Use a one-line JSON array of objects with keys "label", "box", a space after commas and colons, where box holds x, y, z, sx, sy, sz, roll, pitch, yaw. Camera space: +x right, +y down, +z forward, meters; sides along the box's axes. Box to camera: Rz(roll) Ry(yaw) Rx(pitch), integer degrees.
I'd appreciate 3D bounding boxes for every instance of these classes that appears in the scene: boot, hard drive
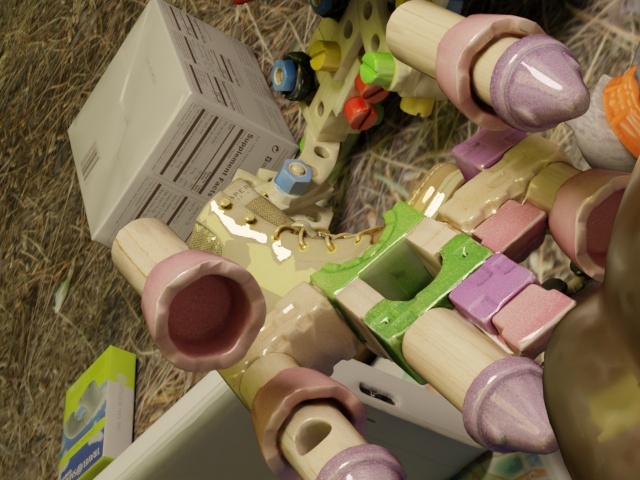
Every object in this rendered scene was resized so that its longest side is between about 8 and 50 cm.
[{"label": "boot", "box": [0.000, 0.000, 1.319, 0.203, 0.095, 0.262, 42, 115, 23]}, {"label": "hard drive", "box": [-0.050, 0.189, 1.151, 0.307, 0.203, 0.040, -44, 35, 35]}]

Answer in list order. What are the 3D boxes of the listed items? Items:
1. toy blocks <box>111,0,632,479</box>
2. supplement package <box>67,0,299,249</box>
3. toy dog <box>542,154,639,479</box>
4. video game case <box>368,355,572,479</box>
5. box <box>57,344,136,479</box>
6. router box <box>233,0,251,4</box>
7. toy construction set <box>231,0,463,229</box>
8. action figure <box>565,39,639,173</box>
[{"label": "toy blocks", "box": [0.091, 0.061, 0.899, 0.288, 0.309, 0.260, -40, 30, -7]}, {"label": "supplement package", "box": [-0.162, -0.113, 1.732, 0.204, 0.145, 0.262, -54, 29, 19]}, {"label": "toy dog", "box": [0.235, 0.025, 0.584, 0.284, 0.408, 0.395, 2, 86, 31]}, {"label": "video game case", "box": [0.071, 0.219, 1.175, 0.300, 0.036, 0.329, -53, 29, 21]}, {"label": "box", "box": [-0.251, 0.220, 1.732, 0.109, 0.042, 0.178, -45, 33, 35]}, {"label": "router box", "box": [0.099, -0.334, 1.328, 0.335, 0.082, 0.301, -35, 16, -25]}, {"label": "toy construction set", "box": [0.038, -0.136, 1.419, 0.327, 0.151, 0.215, -48, 48, 31]}, {"label": "action figure", "box": [0.288, -0.151, 0.947, 0.330, 0.178, 0.341, -35, 44, 25]}]
